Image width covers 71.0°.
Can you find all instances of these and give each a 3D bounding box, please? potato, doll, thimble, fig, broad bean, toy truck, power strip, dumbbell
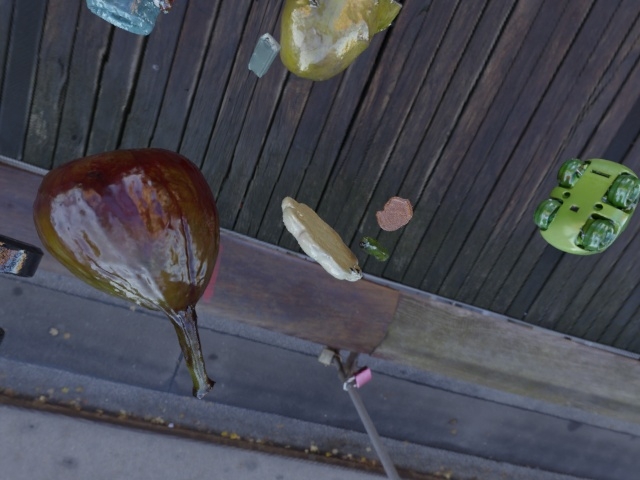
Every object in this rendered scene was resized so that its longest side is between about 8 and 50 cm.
[{"bbox_3d":[0.033,-0.622,1.334,0.290,0.397,0.295,29,114,15],"label":"potato"},{"bbox_3d":[-0.402,-0.641,1.191,0.085,0.058,0.040,-41,159,-20],"label":"doll"},{"bbox_3d":[-0.658,-0.798,1.499,0.235,0.198,0.143,22,92,-1],"label":"thimble"},{"bbox_3d":[-0.182,0.022,0.522,0.191,0.190,0.290,-28,119,4],"label":"fig"},{"bbox_3d":[0.162,0.023,1.363,0.048,0.070,0.214,-54,153,4],"label":"broad bean"},{"bbox_3d":[0.549,-0.064,0.897,0.211,0.148,0.187,2,113,-37],"label":"toy truck"},{"bbox_3d":[-0.080,-0.255,0.622,0.027,0.083,0.017,48,67,-9],"label":"power strip"},{"bbox_3d":[-0.613,0.090,0.791,0.153,0.152,0.218,23,80,-17],"label":"dumbbell"}]

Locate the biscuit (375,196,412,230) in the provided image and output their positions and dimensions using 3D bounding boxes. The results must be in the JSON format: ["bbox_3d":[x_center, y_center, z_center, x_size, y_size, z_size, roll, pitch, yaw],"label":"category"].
[{"bbox_3d":[0.251,-0.090,1.516,0.130,0.019,0.102,-38,97,-4],"label":"biscuit"}]

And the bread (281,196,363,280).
[{"bbox_3d":[0.000,0.000,1.267,0.316,0.316,0.054,40,105,-21],"label":"bread"}]
